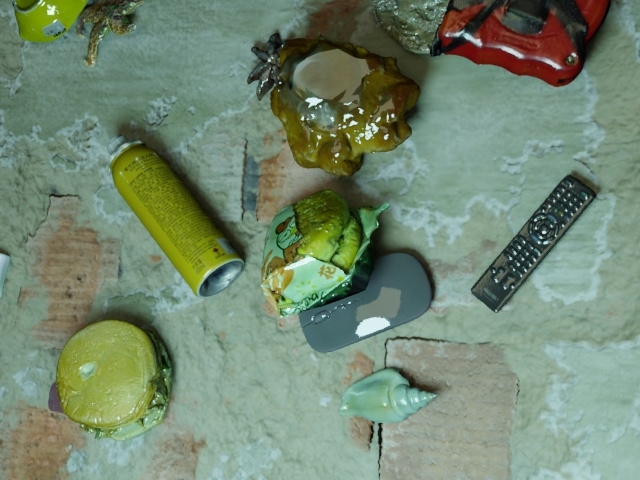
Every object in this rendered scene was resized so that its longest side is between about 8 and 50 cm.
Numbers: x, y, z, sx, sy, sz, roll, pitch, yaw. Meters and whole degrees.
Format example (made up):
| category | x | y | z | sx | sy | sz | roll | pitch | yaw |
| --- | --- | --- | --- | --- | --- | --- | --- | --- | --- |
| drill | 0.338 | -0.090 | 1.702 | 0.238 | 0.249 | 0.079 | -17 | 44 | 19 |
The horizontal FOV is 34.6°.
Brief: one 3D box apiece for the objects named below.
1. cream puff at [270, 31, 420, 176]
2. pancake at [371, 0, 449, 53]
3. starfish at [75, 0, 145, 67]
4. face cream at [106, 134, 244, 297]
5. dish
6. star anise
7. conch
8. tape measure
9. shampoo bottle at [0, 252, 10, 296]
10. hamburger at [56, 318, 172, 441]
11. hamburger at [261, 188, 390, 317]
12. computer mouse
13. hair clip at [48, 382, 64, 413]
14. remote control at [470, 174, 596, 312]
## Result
| category | x | y | z | sx | sy | sz | roll | pitch | yaw |
| --- | --- | --- | --- | --- | --- | --- | --- | --- | --- |
| cream puff | 0.027 | -0.233 | 1.710 | 0.241 | 0.155 | 0.269 | -40 | 70 | 11 |
| pancake | 0.216 | -0.446 | 1.733 | 0.282 | 0.049 | 0.282 | -4 | 79 | 22 |
| starfish | -0.403 | -0.430 | 1.993 | 0.150 | 0.053 | 0.210 | 32 | 97 | 37 |
| face cream | -0.273 | -0.057 | 1.824 | 0.105 | 0.105 | 0.349 | -44 | 68 | 9 |
| dish | -0.543 | -0.480 | 2.023 | 0.207 | 0.080 | 0.149 | -41 | 61 | 14 |
| star anise | -0.078 | -0.309 | 1.830 | 0.141 | 0.042 | 0.141 | -5 | 78 | 23 |
| conch | 0.107 | 0.246 | 1.631 | 0.180 | 0.065 | 0.088 | -9 | 77 | 27 |
| tape measure | 0.323 | -0.378 | 1.612 | 0.253 | 0.114 | 0.260 | 19 | 88 | 7 |
| shampoo bottle | -0.642 | 0.072 | 1.982 | 0.072 | 0.043 | 0.099 | 7 | 82 | 23 |
| hamburger | -0.353 | 0.235 | 1.792 | 0.189 | 0.122 | 0.215 | -24 | 68 | 9 |
| hamburger | 0.003 | -0.001 | 1.659 | 0.235 | 0.125 | 0.214 | -33 | 35 | 27 |
| computer mouse | 0.069 | 0.102 | 1.679 | 0.232 | 0.057 | 0.120 | -22 | 72 | 16 |
| hair clip | -0.443 | 0.291 | 1.869 | 0.137 | 0.022 | 0.054 | 4 | 78 | 23 |
| remote control | 0.333 | 0.005 | 1.609 | 0.063 | 0.025 | 0.245 | 43 | 97 | 24 |
